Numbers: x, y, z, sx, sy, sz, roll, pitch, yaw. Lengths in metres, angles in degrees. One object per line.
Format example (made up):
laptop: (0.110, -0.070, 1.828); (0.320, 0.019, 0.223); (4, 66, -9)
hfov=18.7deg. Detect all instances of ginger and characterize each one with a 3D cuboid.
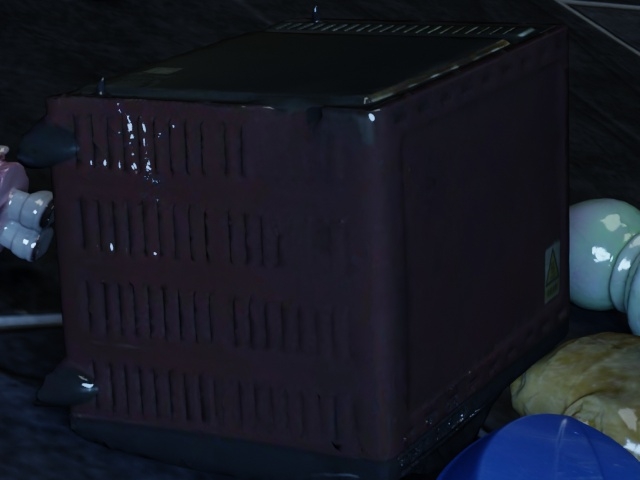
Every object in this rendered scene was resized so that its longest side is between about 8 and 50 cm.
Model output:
ginger: (0.178, 0.133, 0.929); (0.131, 0.086, 0.294); (14, 28, -18)

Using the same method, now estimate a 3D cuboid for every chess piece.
chess piece: (0.224, 0.035, 1.154); (0.139, 0.139, 0.272); (-2, 20, -42)

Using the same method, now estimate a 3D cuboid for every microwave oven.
microwave oven: (0.002, -0.001, 0.925); (0.178, 0.188, 0.247); (8, 19, 26)

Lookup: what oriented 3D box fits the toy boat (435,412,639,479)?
toy boat: (0.096, 0.150, 0.800); (0.129, 0.088, 0.295); (17, 26, 1)

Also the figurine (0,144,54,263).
figurine: (-0.194, -0.034, 0.993); (0.129, 0.072, 0.054); (25, 25, 10)
